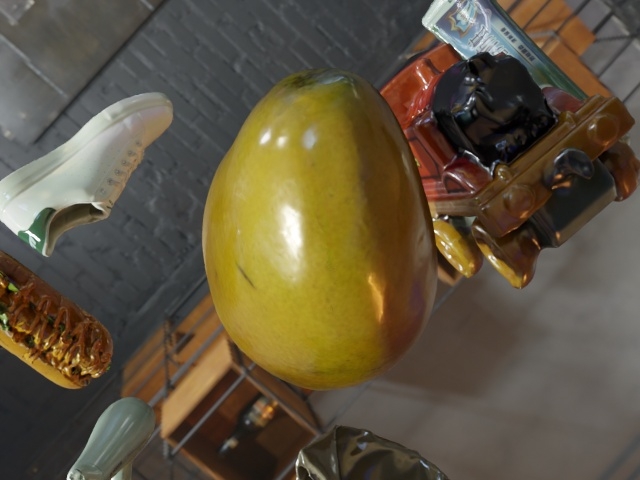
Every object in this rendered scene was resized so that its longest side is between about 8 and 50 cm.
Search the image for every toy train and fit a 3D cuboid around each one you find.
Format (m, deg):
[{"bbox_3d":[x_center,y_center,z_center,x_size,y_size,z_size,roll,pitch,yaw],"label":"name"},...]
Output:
[{"bbox_3d":[0.158,-0.090,0.884,0.231,0.163,0.369,50,175,-6],"label":"toy train"}]

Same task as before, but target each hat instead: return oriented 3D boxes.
[{"bbox_3d":[0.027,0.260,0.689,0.166,0.173,0.144,35,-162,12],"label":"hat"}]

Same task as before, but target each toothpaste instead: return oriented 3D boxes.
[{"bbox_3d":[0.260,-0.200,1.070,0.061,0.098,0.392,0,-136,-47],"label":"toothpaste"}]

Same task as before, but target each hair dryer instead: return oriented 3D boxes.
[{"bbox_3d":[-0.295,0.359,1.190,0.075,0.237,0.206,10,-159,7],"label":"hair dryer"}]

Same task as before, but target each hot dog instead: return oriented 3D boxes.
[{"bbox_3d":[-0.267,0.076,0.807,0.188,0.072,0.055,43,170,-24],"label":"hot dog"}]

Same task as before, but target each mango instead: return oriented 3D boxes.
[{"bbox_3d":[0.000,0.000,0.642,0.317,0.173,0.211,101,155,-69],"label":"mango"}]

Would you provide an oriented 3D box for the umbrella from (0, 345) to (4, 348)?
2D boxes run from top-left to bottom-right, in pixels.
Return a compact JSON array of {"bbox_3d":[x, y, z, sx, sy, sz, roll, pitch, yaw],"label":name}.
[{"bbox_3d":[-0.623,0.141,1.428,0.106,0.113,0.358,21,-179,25],"label":"umbrella"}]

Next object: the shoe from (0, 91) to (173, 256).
[{"bbox_3d":[-0.279,-0.081,1.096,0.110,0.265,0.095,50,164,16],"label":"shoe"}]
